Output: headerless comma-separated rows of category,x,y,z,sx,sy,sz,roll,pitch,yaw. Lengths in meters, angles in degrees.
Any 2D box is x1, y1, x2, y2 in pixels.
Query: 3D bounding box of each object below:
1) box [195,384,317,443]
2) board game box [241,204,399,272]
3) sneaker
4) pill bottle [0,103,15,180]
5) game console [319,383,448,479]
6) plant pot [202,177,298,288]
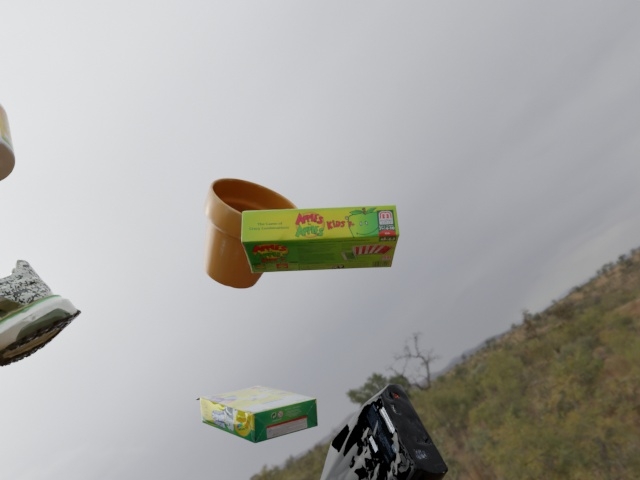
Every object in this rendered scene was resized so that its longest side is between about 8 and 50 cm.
box,-0.098,0.242,0.752,0.105,0.043,0.179,0,-4,-37
board game box,0.000,0.000,0.647,0.181,0.043,0.092,-3,-27,0
sneaker,-0.620,0.145,0.848,0.158,0.182,0.410,-43,-11,35
pill bottle,-0.785,-0.252,1.196,0.136,0.246,0.136,-21,-36,-16
game console,0.074,0.320,0.467,0.043,0.361,0.213,15,-66,-24
plant pot,-0.169,-0.007,1.145,0.205,0.205,0.188,-7,-52,-51
